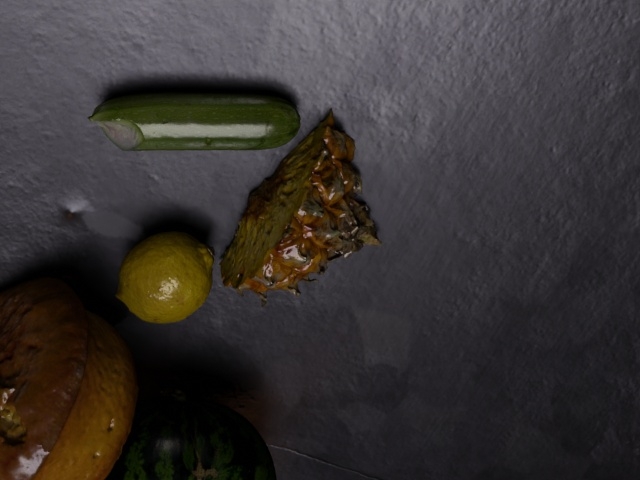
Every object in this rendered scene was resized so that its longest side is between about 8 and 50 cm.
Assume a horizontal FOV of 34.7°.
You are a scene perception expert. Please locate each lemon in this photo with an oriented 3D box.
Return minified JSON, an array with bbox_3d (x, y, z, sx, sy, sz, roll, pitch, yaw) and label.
[{"bbox_3d":[-0.185,0.044,1.242,0.133,0.109,0.109,-26,120,6],"label":"lemon"}]

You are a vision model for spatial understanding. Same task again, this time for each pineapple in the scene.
[{"bbox_3d":[-0.004,0.004,1.212,0.164,0.140,0.250,36,111,-23],"label":"pineapple"}]

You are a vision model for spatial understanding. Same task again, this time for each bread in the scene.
[{"bbox_3d":[-0.360,0.203,1.241,0.312,0.312,0.172,-38,133,19],"label":"bread"}]

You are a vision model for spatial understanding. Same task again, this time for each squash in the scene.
[{"bbox_3d":[-0.141,-0.134,1.156,0.239,0.069,0.069,0,122,-3],"label":"squash"}]

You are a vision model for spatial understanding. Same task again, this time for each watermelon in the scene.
[{"bbox_3d":[-0.190,0.324,1.333,0.269,0.269,0.269,-1,122,-2],"label":"watermelon"}]
